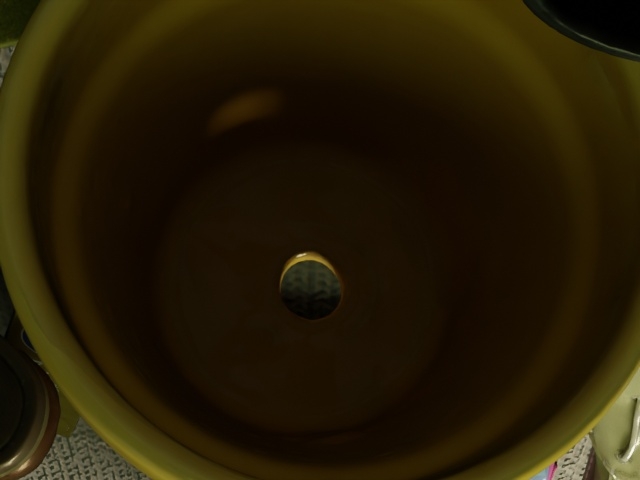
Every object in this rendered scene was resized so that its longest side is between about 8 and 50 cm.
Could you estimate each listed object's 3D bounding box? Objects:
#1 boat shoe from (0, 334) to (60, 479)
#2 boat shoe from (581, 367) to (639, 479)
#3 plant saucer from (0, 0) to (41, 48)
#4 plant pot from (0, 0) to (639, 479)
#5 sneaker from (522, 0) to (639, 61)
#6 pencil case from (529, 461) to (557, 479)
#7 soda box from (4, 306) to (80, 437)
[{"bbox_3d":[-0.273,0.098,0.923,0.307,0.111,0.104,5,159,29],"label":"boat shoe"},{"bbox_3d":[0.188,0.073,0.837,0.094,0.109,0.302,12,136,0],"label":"boat shoe"},{"bbox_3d":[-0.115,-0.128,0.580,0.188,0.188,0.045,-29,86,42],"label":"plant saucer"},{"bbox_3d":[0.000,0.000,0.648,0.254,0.254,0.239,10,167,-2],"label":"plant pot"},{"bbox_3d":[0.191,-0.128,0.497,0.295,0.147,0.104,-3,142,15],"label":"sneaker"},{"bbox_3d":[0.029,0.101,0.904,0.236,0.104,0.104,4,145,7],"label":"pencil case"},{"bbox_3d":[-0.156,0.052,0.909,0.061,0.058,0.181,17,145,-11],"label":"soda box"}]
